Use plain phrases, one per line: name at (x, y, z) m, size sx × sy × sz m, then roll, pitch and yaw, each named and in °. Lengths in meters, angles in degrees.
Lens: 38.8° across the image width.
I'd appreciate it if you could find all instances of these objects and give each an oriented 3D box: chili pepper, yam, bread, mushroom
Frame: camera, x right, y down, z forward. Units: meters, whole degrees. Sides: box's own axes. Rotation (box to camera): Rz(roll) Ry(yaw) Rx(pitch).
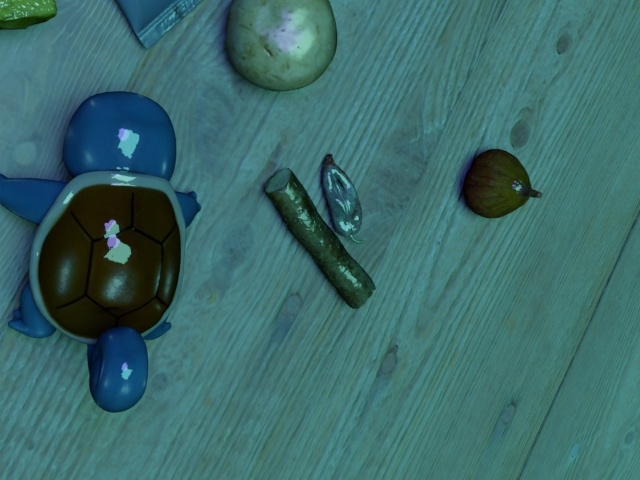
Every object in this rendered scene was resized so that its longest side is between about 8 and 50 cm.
chili pepper at (0.035, -0.062, 1.442) m, size 0.050 × 0.041 × 0.153 m, roll -29°, pitch 111°, yaw -39°
yam at (0.000, 0.000, 1.422) m, size 0.061 × 0.061 × 0.253 m, roll -44°, pitch 114°, yaw -17°
bread at (-0.400, -0.315, 1.123) m, size 0.129 × 0.111 × 0.114 m, roll -9°, pitch 98°, yaw -46°
mushroom at (-0.058, -0.297, 1.311) m, size 0.166 × 0.127 × 0.166 m, roll 0°, pitch 90°, yaw -7°

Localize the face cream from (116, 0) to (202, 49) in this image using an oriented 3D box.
face cream at (-0.296, -0.442, 1.180) m, size 0.135 × 0.086 × 0.385 m, roll -45°, pitch 121°, yaw -13°

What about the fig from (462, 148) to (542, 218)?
fig at (0.300, -0.087, 1.537) m, size 0.119 × 0.153 × 0.119 m, roll 0°, pitch 111°, yaw -1°

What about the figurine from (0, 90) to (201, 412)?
figurine at (-0.289, 0.020, 1.199) m, size 0.297 × 0.243 × 0.417 m, roll 4°, pitch 75°, yaw -20°
